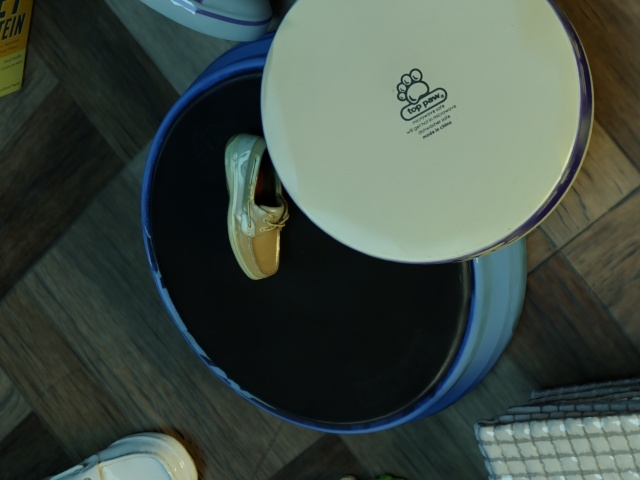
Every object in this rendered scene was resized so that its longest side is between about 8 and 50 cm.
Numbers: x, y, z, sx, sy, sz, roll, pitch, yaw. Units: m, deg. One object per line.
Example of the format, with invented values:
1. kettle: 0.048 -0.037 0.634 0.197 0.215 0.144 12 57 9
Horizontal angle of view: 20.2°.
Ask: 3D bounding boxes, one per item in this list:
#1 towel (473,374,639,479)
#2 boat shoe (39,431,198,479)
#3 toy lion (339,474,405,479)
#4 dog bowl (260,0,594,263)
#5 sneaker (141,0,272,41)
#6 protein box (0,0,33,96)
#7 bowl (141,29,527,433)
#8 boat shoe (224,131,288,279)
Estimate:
1. towel: 0.298 0.228 1.537 0.284 0.121 0.235 -10 105 35
2. boat shoe: -0.246 0.286 1.935 0.277 0.096 0.098 -28 92 38
3. toy lion: 0.058 0.276 1.772 0.096 0.034 0.100 9 115 23
4. dog bowl: 0.088 -0.112 1.470 0.265 0.104 0.264 0 92 12
5. sneaker: -0.134 -0.309 1.606 0.282 0.102 0.161 42 124 12
6. protein box: -0.403 -0.258 1.782 0.201 0.136 0.199 27 122 22
7. bowl: 0.000 0.000 1.662 0.391 0.077 0.391 13 117 28
8. boat shoe: -0.054 -0.028 1.604 0.045 0.050 0.135 5 112 38
